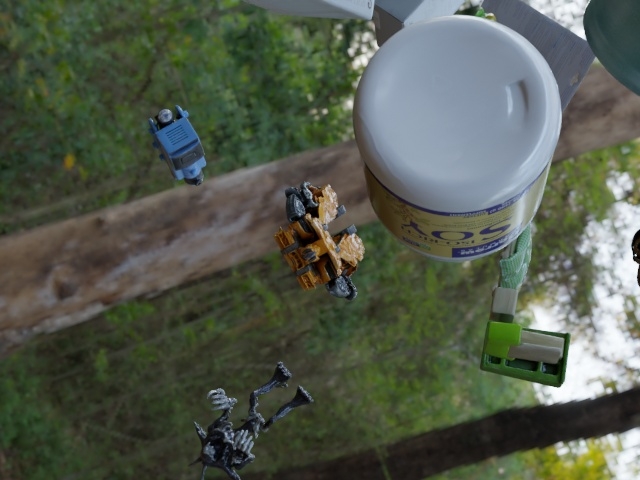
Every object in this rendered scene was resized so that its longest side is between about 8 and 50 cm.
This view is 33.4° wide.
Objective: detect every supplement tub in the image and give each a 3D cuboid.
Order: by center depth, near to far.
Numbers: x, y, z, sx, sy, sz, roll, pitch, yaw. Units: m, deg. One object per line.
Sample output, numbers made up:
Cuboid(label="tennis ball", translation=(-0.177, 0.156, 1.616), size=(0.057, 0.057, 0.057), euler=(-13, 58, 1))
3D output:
Cuboid(label="supplement tub", translation=(0.171, -0.110, 1.352), size=(0.331, 0.241, 0.241), euler=(66, 3, -73))

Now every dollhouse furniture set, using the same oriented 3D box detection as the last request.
Cuboid(label="dollhouse furniture set", translation=(0.389, 0.082, 1.912), size=(0.197, 0.151, 0.301), euler=(82, 20, -65))

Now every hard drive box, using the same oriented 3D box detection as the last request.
Cuboid(label="hard drive box", translation=(0.223, -0.523, 2.307), size=(0.089, 0.232, 0.181), euler=(38, -13, 18))

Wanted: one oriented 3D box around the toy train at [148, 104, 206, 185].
Cuboid(label="toy train", translation=(-0.254, -0.165, 1.930), size=(0.105, 0.080, 0.184), euler=(58, -10, 23))

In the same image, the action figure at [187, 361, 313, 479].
Cuboid(label="action figure", translation=(-0.156, 0.355, 2.066), size=(0.164, 0.276, 0.141), euler=(47, -5, 30))

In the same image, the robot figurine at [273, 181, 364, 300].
Cuboid(label="robot figurine", translation=(0.000, 0.000, 1.804), size=(0.211, 0.085, 0.291), euler=(61, 16, -5))

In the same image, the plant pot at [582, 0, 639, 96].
Cuboid(label="plant pot", translation=(0.542, -0.337, 1.485), size=(0.196, 0.293, 0.293), euler=(110, -35, -50))

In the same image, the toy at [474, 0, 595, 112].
Cuboid(label="toy", translation=(0.382, -0.350, 1.940), size=(0.237, 0.056, 0.137), euler=(37, -61, 19))

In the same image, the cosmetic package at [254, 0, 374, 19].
Cuboid(label="cosmetic package", translation=(-0.074, -0.486, 1.810), size=(0.385, 0.217, 0.156), euler=(2, 97, -64))

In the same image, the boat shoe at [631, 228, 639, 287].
Cuboid(label="boat shoe", translation=(0.715, 0.011, 2.282), size=(0.307, 0.104, 0.110), euler=(93, -7, -54))
